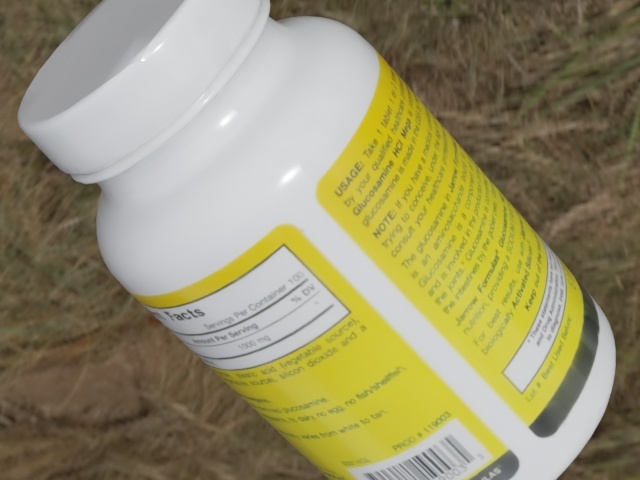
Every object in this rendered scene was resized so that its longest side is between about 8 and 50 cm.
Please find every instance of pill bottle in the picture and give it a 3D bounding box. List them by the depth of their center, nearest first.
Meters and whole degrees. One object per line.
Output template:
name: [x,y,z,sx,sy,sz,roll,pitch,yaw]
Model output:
pill bottle: [0.000,0.000,0.857,0.188,0.188,0.334,-36,116,16]
